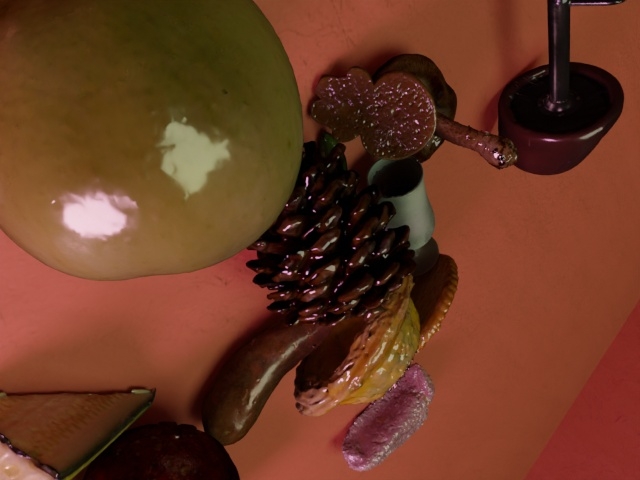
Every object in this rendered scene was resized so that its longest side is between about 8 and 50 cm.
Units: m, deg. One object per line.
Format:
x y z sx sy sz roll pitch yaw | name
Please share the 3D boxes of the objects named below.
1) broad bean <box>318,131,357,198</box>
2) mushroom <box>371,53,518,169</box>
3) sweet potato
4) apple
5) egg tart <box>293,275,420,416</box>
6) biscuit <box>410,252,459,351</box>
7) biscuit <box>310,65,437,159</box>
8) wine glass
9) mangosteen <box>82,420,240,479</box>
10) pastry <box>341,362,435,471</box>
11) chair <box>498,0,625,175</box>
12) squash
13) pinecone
0.042 -0.078 0.968 0.227 0.039 0.069 56 39 -53 | broad bean
0.189 -0.172 0.916 0.227 0.217 0.148 16 103 -50 | mushroom
-0.089 0.198 0.969 0.292 0.097 0.097 -50 141 0 | sweet potato
-0.159 -0.108 0.544 0.292 0.292 0.254 -33 125 -27 | apple
0.065 0.166 0.991 0.118 0.288 0.288 38 85 -14 | egg tart
0.159 0.131 1.107 0.035 0.254 0.254 36 86 -10 | biscuit
0.076 -0.180 0.860 0.026 0.175 0.124 -74 180 -70 | biscuit
0.137 -0.038 1.024 0.103 0.103 0.231 -46 147 -14 | wine glass
-0.220 0.382 0.847 0.215 0.215 0.258 9 90 -49 | mangosteen
0.152 0.398 1.362 0.265 0.103 0.112 -43 146 -15 | pastry
0.398 -0.319 1.042 0.226 0.226 0.401 -43 141 -17 | chair
-0.340 0.231 0.790 0.093 0.169 0.252 -62 175 11 | squash
0.000 0.000 0.841 0.224 0.224 0.272 -44 108 -17 | pinecone
